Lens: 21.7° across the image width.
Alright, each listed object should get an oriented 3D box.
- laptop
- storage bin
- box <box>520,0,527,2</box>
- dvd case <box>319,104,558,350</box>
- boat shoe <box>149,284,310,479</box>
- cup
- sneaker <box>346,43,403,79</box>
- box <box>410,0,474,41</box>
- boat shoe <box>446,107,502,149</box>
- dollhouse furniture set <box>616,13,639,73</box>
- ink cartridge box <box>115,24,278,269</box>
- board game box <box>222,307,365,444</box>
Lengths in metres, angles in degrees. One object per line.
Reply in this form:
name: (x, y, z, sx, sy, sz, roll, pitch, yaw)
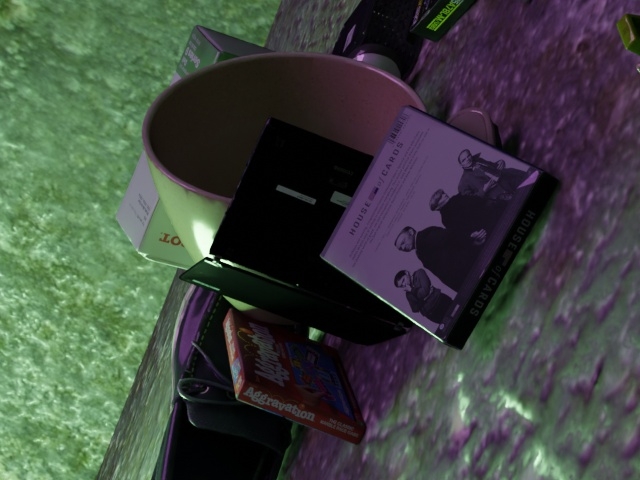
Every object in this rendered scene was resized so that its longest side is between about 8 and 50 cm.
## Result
laptop: (0.000, 0.000, 1.792, 0.136, 0.234, 0.264, -96, 29, -65)
storage bin: (0.077, -0.269, 2.331, 0.180, 0.084, 0.122, 134, 155, -62)
box: (0.109, -0.438, 1.805, 0.215, 0.345, 0.168, -82, 18, -50)
dvd case: (0.105, -0.019, 1.579, 0.179, 0.030, 0.239, -61, 34, 3)
boat shoe: (-0.111, 0.219, 2.088, 0.156, 0.187, 0.500, -14, 57, 67)
cup: (-0.036, -0.042, 1.980, 0.331, 0.331, 0.237, -84, -7, -53)
sneaker: (0.039, -0.128, 2.240, 0.270, 0.090, 0.145, 118, 167, -46)
box: (0.184, -0.372, 2.117, 0.184, 0.045, 0.190, 132, 156, -67)
boat shoe: (0.154, -0.035, 1.632, 0.075, 0.065, 0.206, -12, 51, 21)
dollhouse furniture set: (0.283, -0.161, 1.295, 0.076, 0.059, 0.151, -49, 40, 40)
ink cartridge box: (-0.115, -0.106, 2.179, 0.289, 0.211, 0.121, -65, 31, 15)
board game box: (-0.035, 0.151, 1.915, 0.281, 0.145, 0.027, -115, 47, -75)
